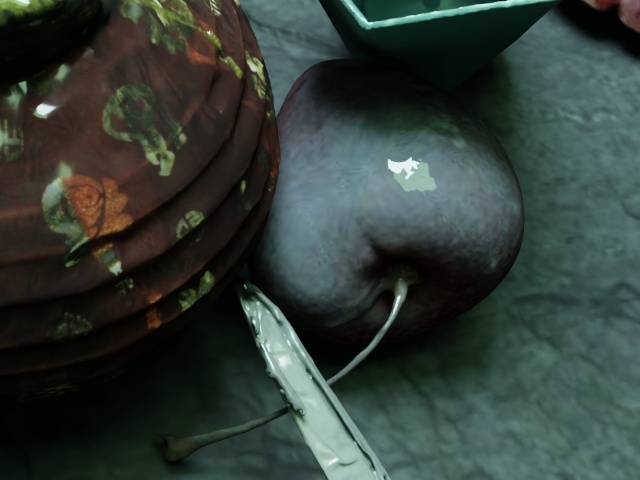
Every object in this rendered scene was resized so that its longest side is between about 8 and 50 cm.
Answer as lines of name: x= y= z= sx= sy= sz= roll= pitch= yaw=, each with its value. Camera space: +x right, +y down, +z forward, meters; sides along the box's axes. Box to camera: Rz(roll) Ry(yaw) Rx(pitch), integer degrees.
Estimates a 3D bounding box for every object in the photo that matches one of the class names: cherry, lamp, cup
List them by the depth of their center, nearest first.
lamp: x=-0.133 y=-0.052 z=0.452 sx=0.247 sy=0.247 sz=0.247 roll=5 pitch=54 yaw=-7
cherry: x=-0.003 y=-0.007 z=0.526 sx=0.188 sy=0.115 sz=0.148 roll=-26 pitch=83 yaw=12
cup: x=0.050 y=-0.145 z=0.541 sx=0.134 sy=0.236 sz=0.148 roll=-35 pitch=87 yaw=1

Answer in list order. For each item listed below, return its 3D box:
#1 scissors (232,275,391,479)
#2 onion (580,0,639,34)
scissors: x=0.044 y=0.138 z=0.433 sx=0.109 sy=0.022 sz=0.300 roll=-26 pitch=78 yaw=-25
onion: x=0.212 y=-0.234 z=0.717 sx=0.284 sy=0.120 sz=0.227 roll=17 pitch=48 yaw=1
